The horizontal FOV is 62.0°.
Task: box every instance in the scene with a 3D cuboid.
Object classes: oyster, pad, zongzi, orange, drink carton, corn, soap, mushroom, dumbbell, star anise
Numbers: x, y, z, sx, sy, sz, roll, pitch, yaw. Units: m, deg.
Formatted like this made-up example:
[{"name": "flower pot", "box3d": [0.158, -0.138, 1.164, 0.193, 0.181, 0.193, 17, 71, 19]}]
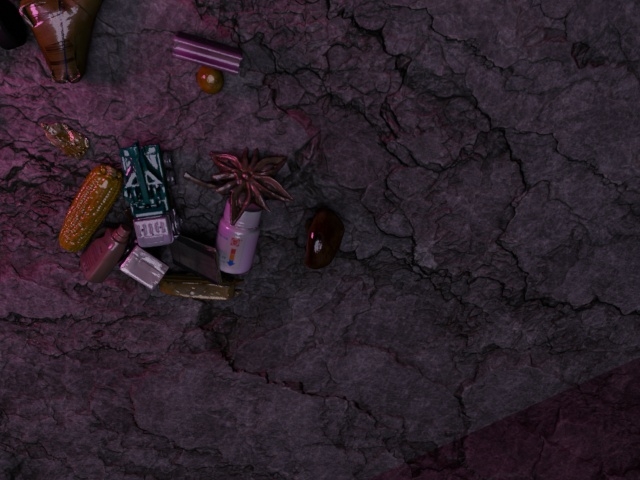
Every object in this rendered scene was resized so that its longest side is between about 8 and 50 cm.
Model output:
[{"name": "oyster", "box3d": [-0.826, -0.330, 1.743, 0.122, 0.045, 0.146, -16, 120, -14]}, {"name": "pad", "box3d": [-0.455, 0.060, 1.915, 0.233, 0.022, 0.174, 22, 133, 22]}, {"name": "zongzi", "box3d": [-0.684, -0.612, 1.562, 0.289, 0.123, 0.260, -15, 123, -3]}, {"name": "orange", "box3d": [-0.344, -0.505, 1.676, 0.085, 0.085, 0.095, -8, 141, -2]}, {"name": "drink carton", "box3d": [-0.628, 0.082, 1.871, 0.134, 0.222, 0.101, 37, 80, -23]}, {"name": "corn", "box3d": [-0.785, -0.108, 1.815, 0.120, 0.120, 0.363, 29, 112, -20]}, {"name": "soap", "box3d": [-0.341, -0.570, 1.621, 0.203, 0.122, 0.065, 12, 116, -14]}, {"name": "mushroom", "box3d": [0.015, 0.001, 1.929, 0.138, 0.194, 0.231, 4, 128, -8]}, {"name": "dumbbell", "box3d": [-0.977, -0.598, 1.512, 0.218, 0.152, 0.152, -18, 118, 3]}, {"name": "star anise", "box3d": [-0.259, -0.199, 1.801, 0.350, 0.292, 0.109, -24, 154, -19]}]

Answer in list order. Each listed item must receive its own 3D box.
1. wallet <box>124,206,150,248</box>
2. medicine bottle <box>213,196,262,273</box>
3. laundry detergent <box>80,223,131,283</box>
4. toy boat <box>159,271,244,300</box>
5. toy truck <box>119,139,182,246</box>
[{"name": "wallet", "box3d": [-0.621, -0.058, 1.914, 0.095, 0.026, 0.176, -26, 120, 1]}, {"name": "medicine bottle", "box3d": [-0.295, -0.020, 1.903, 0.152, 0.152, 0.254, 11, 115, -12]}, {"name": "laundry detergent", "box3d": [-0.751, 0.016, 1.861, 0.076, 0.171, 0.237, 18, 117, -48]}, {"name": "toy boat", "box3d": [-0.445, 0.166, 2.004, 0.310, 0.115, 0.089, 4, 117, -6]}, {"name": "toy truck", "box3d": [-0.570, -0.156, 1.768, 0.177, 0.178, 0.363, -7, 111, -4]}]
